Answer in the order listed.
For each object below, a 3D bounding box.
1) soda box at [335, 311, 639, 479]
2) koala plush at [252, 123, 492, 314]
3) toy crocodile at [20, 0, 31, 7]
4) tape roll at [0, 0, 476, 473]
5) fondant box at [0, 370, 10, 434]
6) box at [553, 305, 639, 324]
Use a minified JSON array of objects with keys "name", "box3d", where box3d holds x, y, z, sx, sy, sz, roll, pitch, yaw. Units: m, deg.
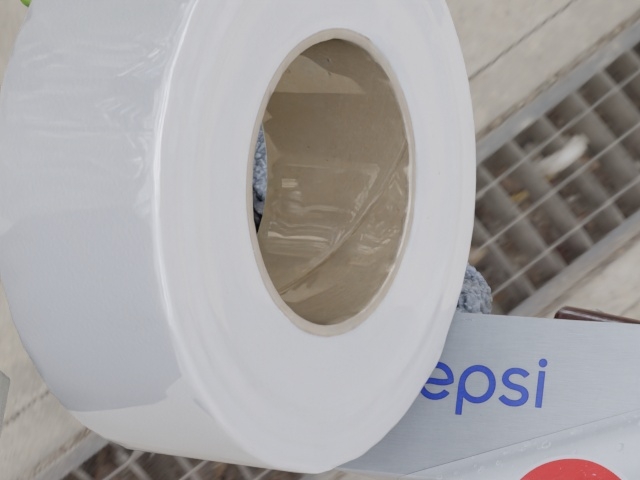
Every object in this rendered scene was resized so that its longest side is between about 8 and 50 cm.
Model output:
[{"name":"soda box","box3d":[0.157,0.097,1.000,0.286,0.091,0.098,3,80,22]},{"name":"koala plush","box3d":[0.000,0.000,1.253,0.203,0.196,0.221,-8,68,-50]},{"name":"toy crocodile","box3d":[-0.166,-0.242,1.236,0.105,0.340,0.115,2,71,8]},{"name":"tape roll","box3d":[-0.031,-0.032,0.902,0.100,0.286,0.286,3,72,34]},{"name":"fondant box","box3d":[-0.233,0.155,0.855,0.096,0.330,0.238,8,79,1]},{"name":"box","box3d":[0.337,0.146,1.140,0.381,0.191,0.143,14,91,25]}]
